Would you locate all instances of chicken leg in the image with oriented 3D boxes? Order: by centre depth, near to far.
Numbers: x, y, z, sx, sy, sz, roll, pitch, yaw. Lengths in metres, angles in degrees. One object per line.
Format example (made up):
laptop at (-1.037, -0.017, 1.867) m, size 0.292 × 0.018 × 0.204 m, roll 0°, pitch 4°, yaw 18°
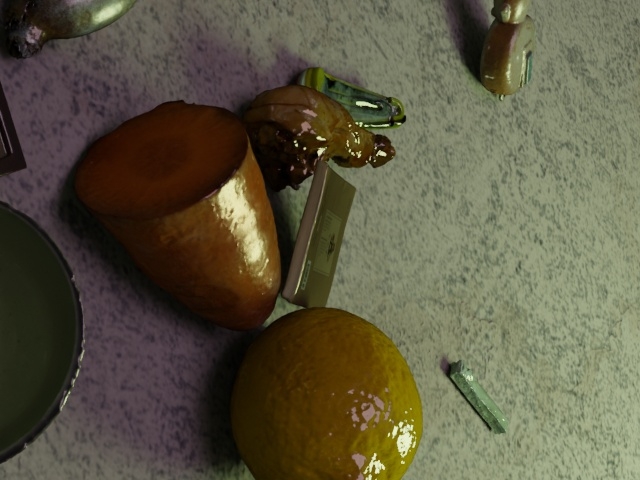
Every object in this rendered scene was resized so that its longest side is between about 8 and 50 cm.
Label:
chicken leg at (0.004, -0.098, 1.791) m, size 0.207 × 0.085 × 0.101 m, roll 15°, pitch 70°, yaw -50°

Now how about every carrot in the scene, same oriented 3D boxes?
carrot at (-0.109, -0.005, 1.582) m, size 0.225 × 0.159 × 0.159 m, roll 65°, pitch 35°, yaw -44°

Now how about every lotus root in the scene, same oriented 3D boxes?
lotus root at (-0.221, -0.220, 1.519) m, size 0.165 × 0.088 × 0.088 m, roll -42°, pitch 115°, yaw -40°

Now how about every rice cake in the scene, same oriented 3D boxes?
rice cake at (0.187, 0.185, 2.024) m, size 0.121 × 0.022 × 0.022 m, roll 51°, pitch 34°, yaw -33°

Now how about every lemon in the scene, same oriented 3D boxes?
lemon at (0.005, 0.160, 1.643) m, size 0.187 × 0.187 × 0.244 m, roll 47°, pitch 14°, yaw -37°

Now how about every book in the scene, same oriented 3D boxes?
book at (0.000, 0.000, 1.707) m, size 0.199 × 0.016 × 0.138 m, roll 32°, pitch 72°, yaw -80°

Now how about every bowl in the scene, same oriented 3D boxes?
bowl at (-0.279, 0.072, 1.287) m, size 0.112 × 0.211 × 0.211 m, roll 125°, pitch -40°, yaw -80°

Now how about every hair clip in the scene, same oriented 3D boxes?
hair clip at (0.028, -0.153, 1.884) m, size 0.188 × 0.033 × 0.060 m, roll 10°, pitch 71°, yaw -50°

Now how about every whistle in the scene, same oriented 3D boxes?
whistle at (0.239, -0.270, 2.134) m, size 0.107 × 0.057 × 0.220 m, roll -47°, pitch 144°, yaw -50°

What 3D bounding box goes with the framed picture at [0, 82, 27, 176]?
framed picture at (-0.319, -0.099, 1.394) m, size 0.168 × 0.023 × 0.128 m, roll -25°, pitch 102°, yaw -54°
